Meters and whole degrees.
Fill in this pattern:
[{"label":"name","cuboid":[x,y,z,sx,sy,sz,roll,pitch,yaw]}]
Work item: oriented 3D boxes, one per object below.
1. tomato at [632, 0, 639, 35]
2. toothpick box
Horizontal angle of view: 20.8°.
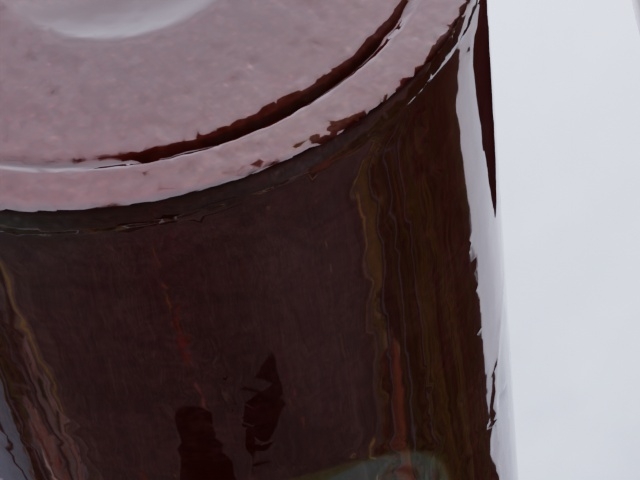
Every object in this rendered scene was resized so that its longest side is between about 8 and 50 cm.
[{"label":"tomato","cuboid":[0.347,-0.166,1.156,0.321,0.321,0.321,-6,-38,-5]},{"label":"toothpick box","cuboid":[-0.035,0.036,0.591,0.204,0.204,0.333,-9,-44,-1]}]
